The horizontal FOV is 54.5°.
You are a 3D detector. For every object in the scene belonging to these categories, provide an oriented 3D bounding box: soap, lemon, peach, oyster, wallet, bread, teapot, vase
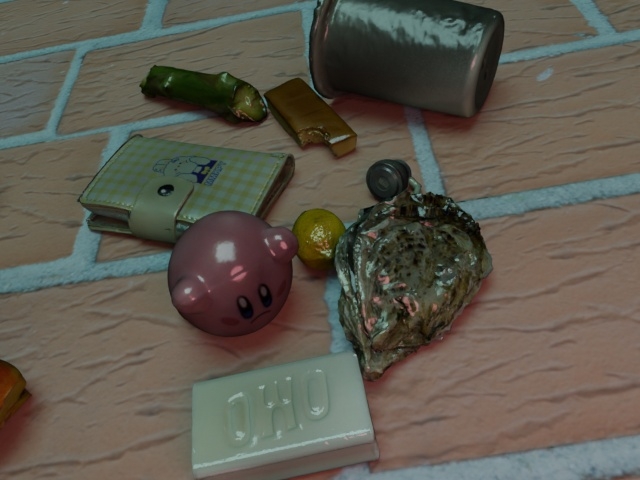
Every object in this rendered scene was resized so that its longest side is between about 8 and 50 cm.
[{"bbox_3d":[-0.042,0.205,0.709,0.197,0.067,0.119,-12,47,1],"label":"soap"},{"bbox_3d":[0.000,0.000,0.888,0.082,0.082,0.111,-20,39,-6],"label":"lemon"},{"bbox_3d":[-0.447,0.205,0.779,0.118,0.151,0.151,38,52,-13],"label":"peach"},{"bbox_3d":[0.107,0.043,0.817,0.267,0.112,0.198,-31,68,-27],"label":"oyster"},{"bbox_3d":[-0.224,-0.087,1.037,0.309,0.077,0.223,10,46,20],"label":"wallet"},{"bbox_3d":[-0.021,-0.219,1.129,0.088,0.049,0.226,-25,47,-11],"label":"bread"},{"bbox_3d":[0.120,-0.093,0.972,0.088,0.066,0.057,38,44,14],"label":"teapot"},{"bbox_3d":[0.157,-0.340,1.084,0.291,0.245,0.245,18,53,22],"label":"vase"}]

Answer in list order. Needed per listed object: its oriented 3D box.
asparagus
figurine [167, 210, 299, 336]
[{"bbox_3d":[-0.255,-0.304,1.246,0.342,0.085,0.082,22,78,27],"label":"asparagus"},{"bbox_3d":[-0.115,0.043,0.812,0.173,0.173,0.173,-7,45,7],"label":"figurine"}]
